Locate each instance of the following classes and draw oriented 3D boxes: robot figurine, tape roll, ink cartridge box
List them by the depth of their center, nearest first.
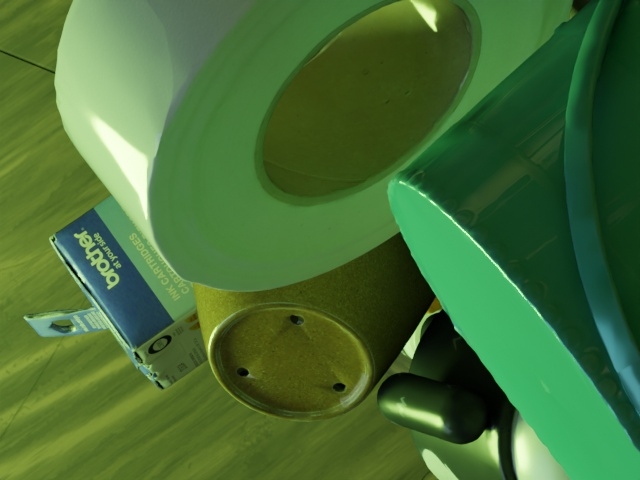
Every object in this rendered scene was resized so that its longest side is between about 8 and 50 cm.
[{"bbox_3d":[0.002,-0.106,1.079,0.100,0.286,0.286,49,173,30],"label":"tape roll"},{"bbox_3d":[0.169,0.116,1.396,0.173,0.209,0.278,58,163,-21],"label":"robot figurine"},{"bbox_3d":[-0.104,0.003,1.979,0.151,0.395,0.270,52,174,11],"label":"ink cartridge box"}]

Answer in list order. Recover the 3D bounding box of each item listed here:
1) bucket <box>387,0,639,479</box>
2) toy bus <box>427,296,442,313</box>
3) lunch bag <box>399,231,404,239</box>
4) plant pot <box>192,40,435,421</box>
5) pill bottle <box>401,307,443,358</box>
[{"bbox_3d":[0.173,0.016,0.914,0.281,0.183,0.281,53,174,8],"label":"bucket"},{"bbox_3d":[0.064,-0.074,1.636,0.332,0.108,0.130,58,171,-34],"label":"toy bus"},{"bbox_3d":[0.094,-0.065,1.331,0.151,0.129,0.096,55,170,5],"label":"lunch bag"},{"bbox_3d":[0.000,0.000,1.441,0.237,0.237,0.254,57,-152,-33],"label":"plant pot"},{"bbox_3d":[0.126,0.106,2.337,0.078,0.078,0.137,54,174,-10],"label":"pill bottle"}]
